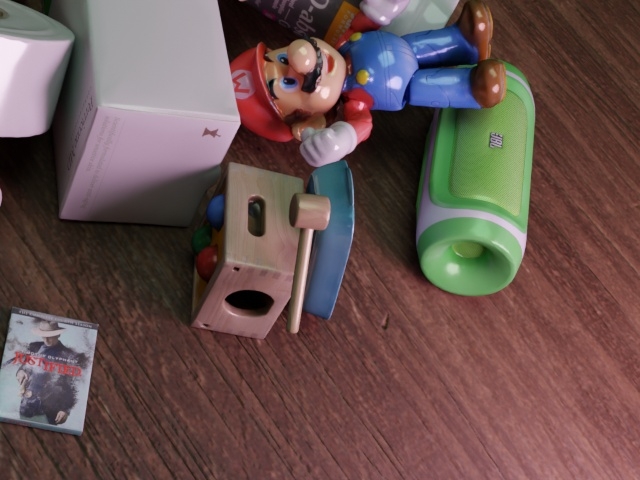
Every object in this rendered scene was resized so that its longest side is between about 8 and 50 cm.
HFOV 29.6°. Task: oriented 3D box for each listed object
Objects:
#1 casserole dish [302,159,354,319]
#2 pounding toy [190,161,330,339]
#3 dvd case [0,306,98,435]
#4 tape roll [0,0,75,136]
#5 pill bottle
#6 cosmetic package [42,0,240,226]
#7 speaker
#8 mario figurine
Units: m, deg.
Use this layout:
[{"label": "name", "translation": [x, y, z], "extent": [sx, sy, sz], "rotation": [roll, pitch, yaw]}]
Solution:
[{"label": "casserole dish", "translation": [0.000, 0.000, 1.262], "extent": [0.037, 0.188, 0.114], "rotation": [3, 48, -12]}, {"label": "pounding toy", "translation": [-0.067, 0.011, 1.206], "extent": [0.094, 0.206, 0.181], "rotation": [12, 52, -16]}, {"label": "dvd case", "translation": [-0.263, 0.124, 1.159], "extent": [0.087, 0.013, 0.119], "rotation": [14, 50, -15]}, {"label": "tape roll", "translation": [-0.390, -0.195, 1.183], "extent": [0.286, 0.100, 0.286], "rotation": [17, 14, -4]}, {"label": "pill bottle", "translation": [0.024, -0.321, 1.525], "extent": [0.278, 0.162, 0.162], "rotation": [30, 49, -1]}, {"label": "cosmetic package", "translation": [-0.205, -0.217, 1.320], "extent": [0.155, 0.197, 0.365], "rotation": [5, 53, -23]}, {"label": "speaker", "translation": [0.188, -0.082, 1.449], "extent": [0.131, 0.131, 0.296], "rotation": [20, 50, -10]}, {"label": "mario figurine", "translation": [0.046, -0.198, 1.379], "extent": [0.321, 0.170, 0.198], "rotation": [-10, 29, -3]}]
